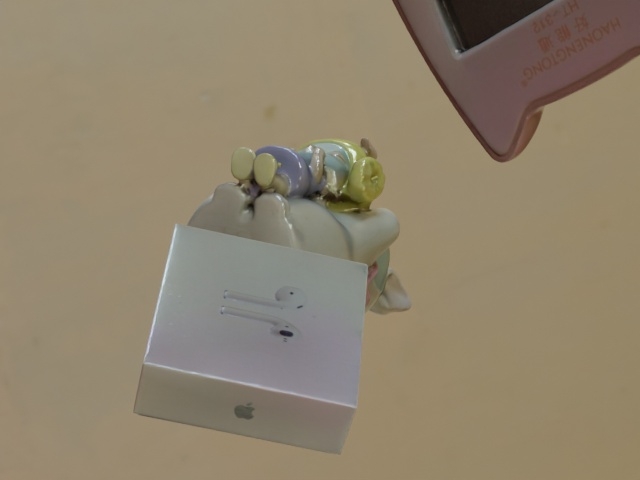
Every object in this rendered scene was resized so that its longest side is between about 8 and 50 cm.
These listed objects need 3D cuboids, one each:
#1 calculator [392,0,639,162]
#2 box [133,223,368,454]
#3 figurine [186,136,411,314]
[{"bbox_3d":[0.106,-0.226,0.895,0.220,0.048,0.329,-27,-94,46],"label":"calculator"},{"bbox_3d":[-0.041,0.061,0.962,0.130,0.129,0.051,-83,-173,-49],"label":"box"},{"bbox_3d":[0.000,0.000,1.176,0.235,0.127,0.155,-9,97,-60],"label":"figurine"}]
